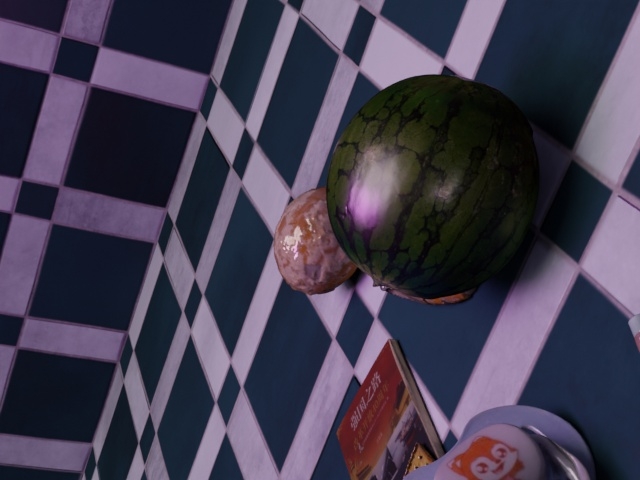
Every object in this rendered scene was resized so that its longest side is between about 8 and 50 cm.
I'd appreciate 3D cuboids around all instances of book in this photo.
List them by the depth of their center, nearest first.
[{"bbox_3d":[0.129,0.396,1.899,0.374,0.028,0.262,-112,39,-51],"label":"book"}]

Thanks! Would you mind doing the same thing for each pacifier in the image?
[{"bbox_3d":[0.254,0.380,1.450,0.244,0.299,0.233,40,159,36],"label":"pacifier"}]

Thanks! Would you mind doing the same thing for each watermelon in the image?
[{"bbox_3d":[0.173,-0.084,1.649,0.363,0.363,0.363,-41,44,54],"label":"watermelon"}]

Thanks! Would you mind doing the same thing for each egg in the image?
[{"bbox_3d":[0.000,0.000,2.170,0.233,0.195,0.195,-66,24,-2],"label":"egg"}]

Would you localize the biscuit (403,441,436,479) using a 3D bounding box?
[{"bbox_3d":[0.161,0.454,1.745,0.144,0.016,0.203,37,113,64],"label":"biscuit"}]

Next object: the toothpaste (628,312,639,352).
[{"bbox_3d":[0.437,0.182,1.303,0.056,0.036,0.205,-56,36,43],"label":"toothpaste"}]

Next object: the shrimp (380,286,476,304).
[{"bbox_3d":[0.192,0.036,1.888,0.317,0.062,0.164,-11,65,60],"label":"shrimp"}]
